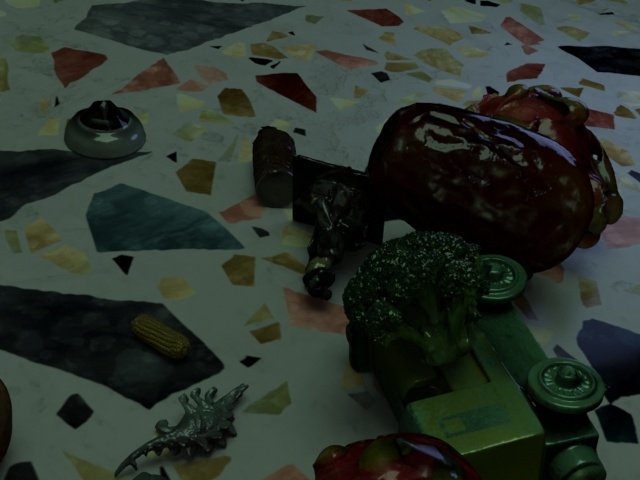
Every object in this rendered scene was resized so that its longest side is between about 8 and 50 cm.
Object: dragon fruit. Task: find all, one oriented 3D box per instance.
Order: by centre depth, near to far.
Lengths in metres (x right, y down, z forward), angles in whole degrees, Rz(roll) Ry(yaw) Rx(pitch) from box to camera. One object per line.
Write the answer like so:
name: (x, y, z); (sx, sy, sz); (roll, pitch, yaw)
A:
dragon fruit: (0.082, 0.330, 0.963); (0.231, 0.237, 0.303); (-23, 53, -5)
dragon fruit: (0.354, -0.116, 1.634); (0.227, 0.243, 0.307); (4, 70, -43)

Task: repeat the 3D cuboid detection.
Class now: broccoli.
broccoli: (0.119, 0.066, 1.181); (0.195, 0.195, 0.156); (-33, 92, -41)

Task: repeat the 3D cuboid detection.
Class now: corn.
corn: (-0.213, 0.129, 1.330); (0.092, 0.037, 0.037); (29, 41, 23)

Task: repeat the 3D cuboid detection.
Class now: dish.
dish: (-0.372, -0.210, 1.723); (0.141, 0.078, 0.141); (5, 36, -4)

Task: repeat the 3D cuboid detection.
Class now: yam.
yam: (-0.075, -0.125, 1.662); (0.079, 0.079, 0.141); (3, 38, -7)

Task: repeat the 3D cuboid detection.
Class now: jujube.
jujube: (0.228, -0.075, 1.410); (0.317, 0.223, 0.223); (25, 35, -11)

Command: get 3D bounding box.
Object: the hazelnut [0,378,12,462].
hazelnut: (-0.424, 0.206, 1.111); (0.150, 0.150, 0.150); (5, 37, -4)

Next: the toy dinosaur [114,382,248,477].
toy dinosaur: (-0.160, 0.228, 1.205); (0.208, 0.039, 0.082); (-28, 51, -37)

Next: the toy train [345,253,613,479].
toy train: (0.188, 0.171, 1.256); (0.253, 0.160, 0.397); (-12, 38, -11)

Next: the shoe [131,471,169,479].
shoe: (-0.224, 0.331, 1.008); (0.100, 0.103, 0.251); (11, 31, 4)

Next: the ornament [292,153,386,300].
ornament: (0.000, 0.000, 1.475); (0.153, 0.166, 0.196); (14, 52, 11)
